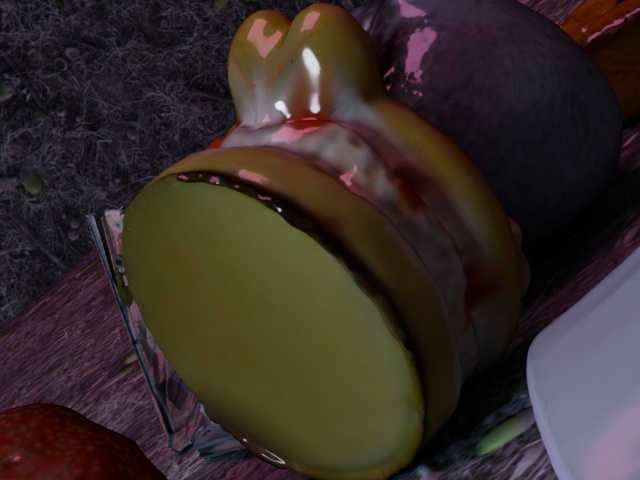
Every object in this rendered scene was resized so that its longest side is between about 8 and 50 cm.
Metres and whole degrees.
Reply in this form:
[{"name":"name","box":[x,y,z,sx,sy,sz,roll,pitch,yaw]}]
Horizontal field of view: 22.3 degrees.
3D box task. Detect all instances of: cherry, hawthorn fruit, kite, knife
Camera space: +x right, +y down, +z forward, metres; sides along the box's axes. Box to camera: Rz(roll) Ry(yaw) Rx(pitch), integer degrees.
[{"name":"cherry","box":[0.106,-0.095,1.294,0.296,0.218,0.255,8,-6,-32]},{"name":"hawthorn fruit","box":[-0.191,0.228,1.052,0.205,0.205,0.253,-31,21,26]},{"name":"kite","box":[-0.071,0.032,1.534,0.406,0.014,0.368,10,70,30]},{"name":"knife","box":[-0.058,0.161,1.354,0.162,0.023,0.044,-22,22,52]}]

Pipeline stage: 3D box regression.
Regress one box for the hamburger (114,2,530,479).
[{"name":"hamburger","box":[0.000,0.000,1.119,0.261,0.302,0.186,-10,31,48]}]

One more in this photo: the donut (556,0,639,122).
[{"name":"donut","box":[0.288,-0.198,1.538,0.253,0.118,0.253,-34,14,10]}]

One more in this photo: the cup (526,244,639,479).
[{"name":"cup","box":[0.259,0.006,0.430,0.371,0.253,0.253,-35,11,14]}]
